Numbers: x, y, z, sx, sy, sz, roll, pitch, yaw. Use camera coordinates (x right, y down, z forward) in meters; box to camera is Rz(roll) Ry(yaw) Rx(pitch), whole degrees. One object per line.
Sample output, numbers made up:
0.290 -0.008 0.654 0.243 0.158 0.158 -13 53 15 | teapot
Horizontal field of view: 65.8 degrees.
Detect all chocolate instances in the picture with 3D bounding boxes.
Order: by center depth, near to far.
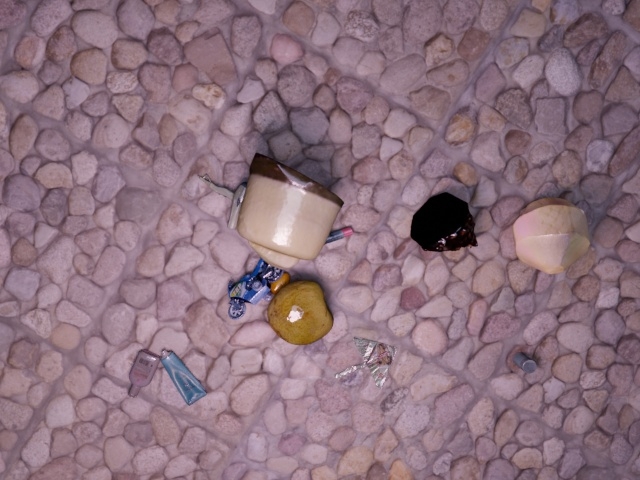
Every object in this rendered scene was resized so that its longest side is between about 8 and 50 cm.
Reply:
-0.124 -0.074 1.552 0.325 0.314 0.297 31 86 -8 | chocolate
0.440 -0.017 1.687 0.206 0.224 0.177 -46 120 2 | chocolate

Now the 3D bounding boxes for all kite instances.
0.168 0.450 1.800 0.249 0.012 0.230 -25 97 1 | kite

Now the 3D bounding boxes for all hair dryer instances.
-0.332 -0.128 1.684 0.199 0.067 0.168 10 102 6 | hair dryer

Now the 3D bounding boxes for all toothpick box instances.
0.740 0.444 1.797 0.052 0.083 0.052 0 97 -4 | toothpick box

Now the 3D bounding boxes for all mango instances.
-0.141 0.150 1.725 0.060 0.046 0.089 36 91 -4 | mango

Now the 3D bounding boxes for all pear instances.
-0.072 0.251 1.668 0.211 0.188 0.229 -25 111 -5 | pear

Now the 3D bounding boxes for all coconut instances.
0.784 -0.006 1.680 0.258 0.259 0.260 0 97 -4 | coconut

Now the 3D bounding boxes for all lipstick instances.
0.000 0.000 1.715 0.234 0.053 0.054 -19 98 -3 | lipstick

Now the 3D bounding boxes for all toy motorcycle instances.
-0.234 0.151 1.690 0.254 0.092 0.135 -45 53 -5 | toy motorcycle

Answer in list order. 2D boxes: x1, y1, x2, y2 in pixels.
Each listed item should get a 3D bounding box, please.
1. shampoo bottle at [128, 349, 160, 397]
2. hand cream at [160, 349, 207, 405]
-0.627 0.470 1.735 0.079 0.040 0.165 24 95 -7 | shampoo bottle
-0.494 0.479 1.747 0.083 0.048 0.224 -32 103 -2 | hand cream
